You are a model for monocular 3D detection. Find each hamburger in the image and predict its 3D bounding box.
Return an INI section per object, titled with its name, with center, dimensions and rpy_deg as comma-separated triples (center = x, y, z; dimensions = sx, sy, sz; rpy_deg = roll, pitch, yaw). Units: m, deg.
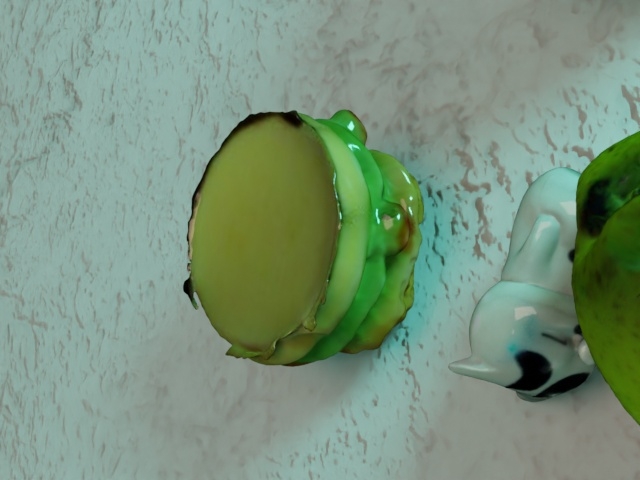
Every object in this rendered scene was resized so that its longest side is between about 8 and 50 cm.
[hamburger]
center = 0.000, 0.000, 0.951
dimensions = 0.237, 0.149, 0.237
rpy_deg = -12, 74, 48

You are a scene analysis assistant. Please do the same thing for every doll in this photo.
[doll]
center = 0.179, 0.035, 0.791
dimensions = 0.107, 0.110, 0.180
rpy_deg = 19, 87, 66

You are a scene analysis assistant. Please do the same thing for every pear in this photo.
[pear]
center = 0.257, 0.002, 0.628
dimensions = 0.164, 0.255, 0.238
rpy_deg = -24, 55, 38
